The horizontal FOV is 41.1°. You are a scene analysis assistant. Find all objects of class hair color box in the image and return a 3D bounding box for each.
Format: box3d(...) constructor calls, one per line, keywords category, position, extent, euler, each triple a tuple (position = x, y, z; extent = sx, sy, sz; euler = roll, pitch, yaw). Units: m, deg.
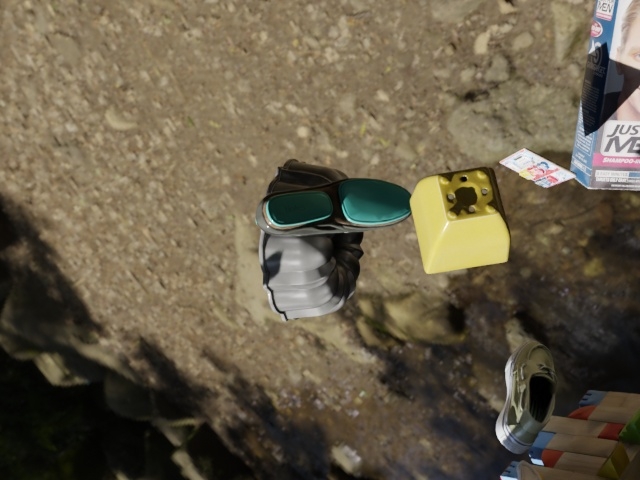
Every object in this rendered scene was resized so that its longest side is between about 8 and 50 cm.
box3d(category="hair color box", position=(0.566, -0.267, 1.516), extent=(0.174, 0.105, 0.347), euler=(1, 110, -4))

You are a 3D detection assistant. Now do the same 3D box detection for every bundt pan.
box3d(category="bundt pan", position=(0.000, 0.000, 1.700), extent=(0.124, 0.331, 0.331), euler=(1, 126, 20))

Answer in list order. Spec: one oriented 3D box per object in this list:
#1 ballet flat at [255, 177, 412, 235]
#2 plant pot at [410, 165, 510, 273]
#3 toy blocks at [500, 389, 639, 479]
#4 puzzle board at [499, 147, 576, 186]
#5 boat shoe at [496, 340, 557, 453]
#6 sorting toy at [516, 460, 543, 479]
box3d(category="ballet flat", position=(0.019, -0.054, 1.462), extent=(0.096, 0.280, 0.095), euler=(140, 124, -65))
box3d(category="plant pot", position=(0.130, -0.026, 0.781), extent=(0.083, 0.081, 0.081), euler=(82, 178, -69))
box3d(category="toy blocks", position=(0.535, 0.425, 1.694), extent=(0.261, 0.381, 0.190), euler=(-5, 117, 51))
box3d(category="puzzle board", position=(0.360, -0.119, 1.427), extent=(0.096, 0.011, 0.128), euler=(26, 173, -3))
box3d(category="boat shoe", position=(0.422, 0.292, 1.665), extent=(0.109, 0.302, 0.094), euler=(38, 126, -5))
box3d(category="sorting toy", position=(0.366, 0.457, 1.545), extent=(0.045, 0.083, 0.075), euler=(22, 129, -7))
